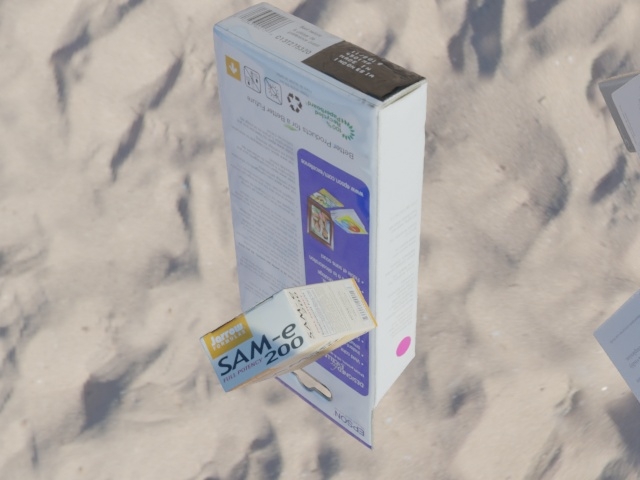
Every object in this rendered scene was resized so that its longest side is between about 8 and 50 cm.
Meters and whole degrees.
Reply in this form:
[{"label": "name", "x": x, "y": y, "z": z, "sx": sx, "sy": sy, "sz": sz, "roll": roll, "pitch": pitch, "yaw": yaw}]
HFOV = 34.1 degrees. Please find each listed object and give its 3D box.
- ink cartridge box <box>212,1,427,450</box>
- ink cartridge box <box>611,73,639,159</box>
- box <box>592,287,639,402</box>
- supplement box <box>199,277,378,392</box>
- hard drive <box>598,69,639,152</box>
[{"label": "ink cartridge box", "x": 0.000, "y": 0.000, "z": 0.881, "sx": 0.175, "sy": 0.069, "sz": 0.371, "roll": 32, "pitch": 139, "yaw": 33}, {"label": "ink cartridge box", "x": 0.363, "y": -0.144, "z": 0.891, "sx": 0.134, "sy": 0.231, "sz": 0.078, "roll": -21, "pitch": 85, "yaw": -10}, {"label": "box", "x": 0.469, "y": 0.159, "z": 1.022, "sx": 0.345, "sy": 0.168, "sz": 0.215, "roll": 60, "pitch": 151, "yaw": 21}, {"label": "supplement box", "x": -0.016, "y": 0.053, "z": 0.607, "sx": 0.062, "sy": 0.098, "sz": 0.036, "roll": -31, "pitch": 79, "yaw": 23}, {"label": "hard drive", "x": 0.371, "y": -0.148, "z": 1.194, "sx": 0.022, "sy": 0.135, "sz": 0.094, "roll": -27, "pitch": 96, "yaw": -6}]
